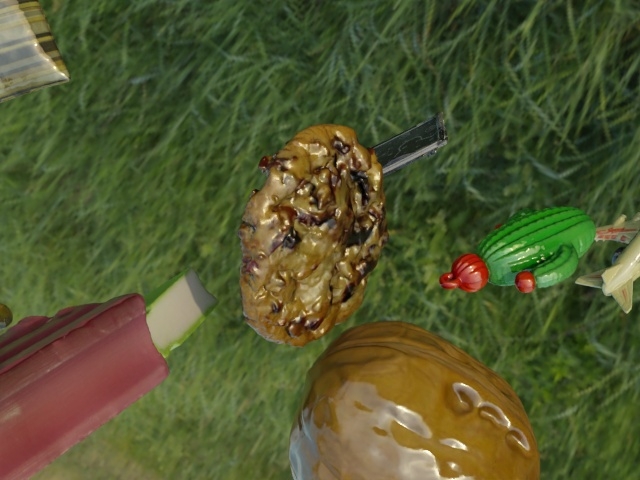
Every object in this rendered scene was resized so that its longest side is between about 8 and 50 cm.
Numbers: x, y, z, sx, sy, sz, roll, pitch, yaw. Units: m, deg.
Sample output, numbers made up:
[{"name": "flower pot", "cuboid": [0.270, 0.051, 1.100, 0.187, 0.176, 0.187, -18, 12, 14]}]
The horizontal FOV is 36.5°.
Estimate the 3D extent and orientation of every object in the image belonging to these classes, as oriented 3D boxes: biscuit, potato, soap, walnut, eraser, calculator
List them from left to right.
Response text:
[{"name": "potato", "cuboid": [-0.516, 0.118, 1.479, 0.092, 0.045, 0.046, -5, 157, -27]}, {"name": "soap", "cuboid": [-0.375, 0.193, 1.117, 0.233, 0.359, 0.128, -15, 101, 35]}, {"name": "eraser", "cuboid": [-0.320, 0.167, 1.580, 0.274, 0.210, 0.092, -30, 100, 28]}, {"name": "biscuit", "cuboid": [0.003, -0.002, 1.397, 0.081, 0.289, 0.334, 24, 130, 38]}, {"name": "calculator", "cuboid": [0.122, -0.163, 1.897, 0.274, 0.165, 0.028, -26, 113, 15]}, {"name": "walnut", "cuboid": [0.145, 0.303, 1.443, 0.398, 0.354, 0.308, 34, 130, -9]}]

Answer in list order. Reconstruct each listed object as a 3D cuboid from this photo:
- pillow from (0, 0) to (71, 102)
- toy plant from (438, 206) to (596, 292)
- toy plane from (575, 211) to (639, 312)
[{"name": "pillow", "cuboid": [-0.480, -0.287, 1.340, 0.052, 0.208, 0.212, -151, 41, -85]}, {"name": "toy plant", "cuboid": [0.293, 0.021, 1.386, 0.155, 0.240, 0.088, 16, 128, 36]}, {"name": "toy plane", "cuboid": [0.576, 0.009, 1.710, 0.242, 0.256, 0.104, 36, 160, 44]}]
